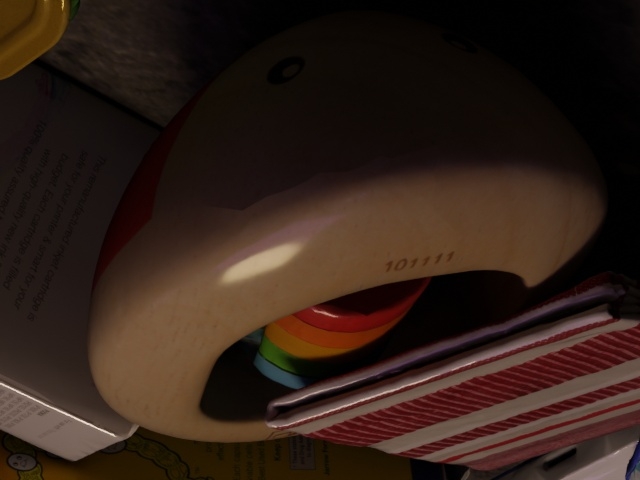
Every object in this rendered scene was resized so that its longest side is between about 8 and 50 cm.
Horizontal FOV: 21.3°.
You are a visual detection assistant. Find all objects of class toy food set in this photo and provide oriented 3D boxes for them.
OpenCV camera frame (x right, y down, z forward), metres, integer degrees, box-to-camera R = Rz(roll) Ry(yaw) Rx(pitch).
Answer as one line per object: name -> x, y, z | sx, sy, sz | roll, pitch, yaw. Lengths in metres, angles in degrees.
toy food set -> -0.203, -0.170, 1.034 | 0.218, 0.071, 0.128 | -19, 110, 52

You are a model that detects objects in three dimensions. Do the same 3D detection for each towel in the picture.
towel -> 0.139, 0.094, 1.109 | 0.237, 0.037, 0.329 | -22, 159, 23

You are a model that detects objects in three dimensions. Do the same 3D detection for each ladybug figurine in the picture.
ladybug figurine -> 0.000, 0.000, 1.030 | 0.305, 0.161, 0.449 | -10, 161, -18

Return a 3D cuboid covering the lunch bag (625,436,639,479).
lunch bag -> 0.312, 0.172, 1.277 | 0.151, 0.096, 0.128 | 17, 141, 9

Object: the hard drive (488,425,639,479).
hard drive -> 0.313, 0.259, 1.459 | 0.319, 0.040, 0.210 | 34, 131, -27

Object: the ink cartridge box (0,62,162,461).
ink cartridge box -> -0.247, -0.009, 1.194 | 0.306, 0.226, 0.131 | 30, 154, -18

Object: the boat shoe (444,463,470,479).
boat shoe -> 0.050, 0.243, 1.643 | 0.114, 0.091, 0.302 | 49, 150, -12

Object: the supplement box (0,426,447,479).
supplement box -> -0.093, 0.207, 1.358 | 0.357, 0.195, 0.194 | 1, 125, -4
